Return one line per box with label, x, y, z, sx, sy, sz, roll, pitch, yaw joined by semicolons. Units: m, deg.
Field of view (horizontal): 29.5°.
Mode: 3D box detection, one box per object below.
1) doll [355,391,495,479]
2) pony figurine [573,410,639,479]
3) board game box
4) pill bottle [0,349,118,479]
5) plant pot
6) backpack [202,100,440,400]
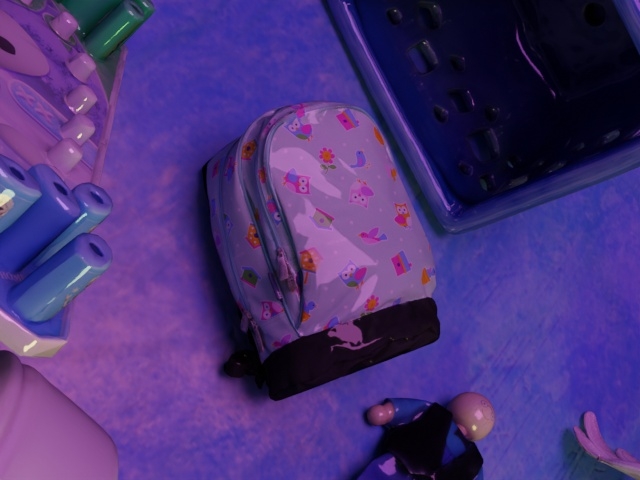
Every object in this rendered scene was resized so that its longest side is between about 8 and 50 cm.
doll;0.075;0.171;0.858;0.129;0.046;0.189;49;42;-4
pony figurine;0.420;0.242;0.974;0.303;0.351;0.363;-13;102;-40
board game box;-0.236;-0.173;0.567;0.390;0.050;0.390;43;17;-22
pill bottle;-0.284;0.031;0.473;0.392;0.224;0.224;45;50;-19
plant pot;0.184;-0.168;0.965;0.212;0.236;0.236;-30;94;-50
backpack;0.000;0.000;0.812;0.152;0.115;0.182;-14;81;-41
